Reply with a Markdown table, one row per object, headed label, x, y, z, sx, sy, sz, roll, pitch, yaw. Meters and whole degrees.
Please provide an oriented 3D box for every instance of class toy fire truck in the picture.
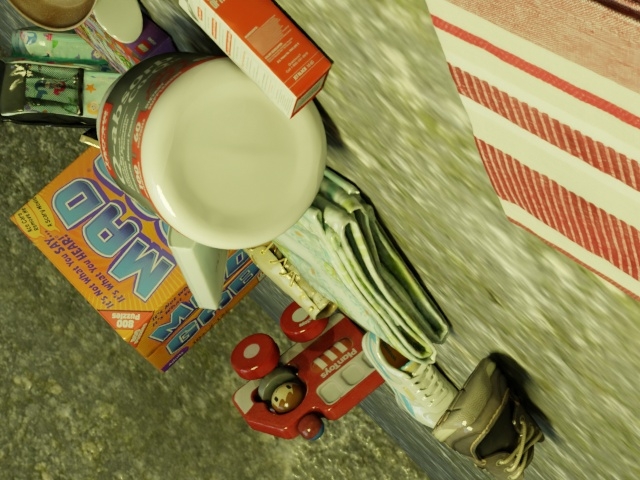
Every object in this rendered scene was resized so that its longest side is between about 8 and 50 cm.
| label | x | y | z | sx | sy | sz | roll | pitch | yaw |
| --- | --- | --- | --- | --- | --- | --- | --- | --- | --- |
| toy fire truck | -0.022 | 0.273 | 2.051 | 0.254 | 0.302 | 0.169 | 40 | 165 | 53 |

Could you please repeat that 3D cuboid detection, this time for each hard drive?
| label | x | y | z | sx | sy | sz | roll | pitch | yaw |
| --- | --- | --- | --- | --- | --- | --- | --- | --- | --- |
| hard drive | -0.187 | -0.043 | 1.691 | 0.047 | 0.233 | 0.353 | 7 | 162 | 2 |

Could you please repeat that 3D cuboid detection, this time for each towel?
| label | x | y | z | sx | sy | sz | roll | pitch | yaw |
| --- | --- | --- | --- | --- | --- | --- | --- | --- | --- |
| towel | 0.180 | -0.055 | 0.637 | 0.237 | 0.037 | 0.329 | 37 | 168 | 35 |
| towel | 0.000 | 0.000 | 1.461 | 0.374 | 0.090 | 0.320 | 35 | 164 | 51 |

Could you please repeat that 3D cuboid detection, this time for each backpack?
| label | x | y | z | sx | sy | sz | roll | pitch | yaw |
| --- | --- | --- | --- | --- | --- | --- | --- | --- | --- |
| backpack | -0.447 | -0.285 | 1.845 | 0.253 | 0.191 | 0.225 | 8 | -172 | -25 |

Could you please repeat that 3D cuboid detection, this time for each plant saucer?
| label | x | y | z | sx | sy | sz | roll | pitch | yaw |
| --- | --- | --- | --- | --- | --- | --- | --- | --- | --- |
| plant saucer | -0.366 | -0.383 | 1.385 | 0.198 | 0.036 | 0.199 | 15 | 124 | 23 |

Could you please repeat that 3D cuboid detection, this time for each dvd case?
| label | x | y | z | sx | sy | sz | roll | pitch | yaw |
| --- | --- | --- | --- | --- | --- | --- | --- | --- | --- |
| dvd case | -0.328 | -0.155 | 1.906 | 0.221 | 0.018 | 0.164 | 21 | -172 | -9 |

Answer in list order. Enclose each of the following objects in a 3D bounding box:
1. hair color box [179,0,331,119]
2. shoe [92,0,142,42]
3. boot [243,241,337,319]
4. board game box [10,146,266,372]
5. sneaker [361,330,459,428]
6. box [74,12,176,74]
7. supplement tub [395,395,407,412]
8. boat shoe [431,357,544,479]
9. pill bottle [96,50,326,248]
| label | x | y | z | sx | sy | sz | roll | pitch | yaw |
| --- | --- | --- | --- | --- | --- | --- | --- | --- | --- |
| hair color box | -0.067 | -0.206 | 1.022 | 0.167 | 0.053 | 0.093 | 45 | 171 | 0 |
| shoe | -0.315 | -0.355 | 1.458 | 0.178 | 0.063 | 0.081 | 54 | 170 | -12 |
| boot | -0.056 | 0.039 | 1.831 | 0.203 | 0.095 | 0.262 | 44 | 172 | 19 |
| board game box | -0.353 | 0.005 | 2.176 | 0.356 | 0.356 | 0.356 | 44 | 170 | 15 |
| sneaker | 0.161 | 0.234 | 1.729 | 0.228 | 0.087 | 0.092 | 44 | 168 | 3 |
| box | -0.311 | -0.316 | 1.594 | 0.293 | 0.057 | 0.201 | 42 | 170 | 25 |
| supplement tub | 0.189 | 0.295 | 1.897 | 0.071 | 0.071 | 0.107 | 50 | 170 | -21 |
| boat shoe | 0.242 | 0.252 | 1.403 | 0.130 | 0.132 | 0.355 | 34 | 176 | 15 |
| pill bottle | -0.153 | -0.122 | 1.252 | 0.210 | 0.210 | 0.363 | 51 | 169 | -23 |
